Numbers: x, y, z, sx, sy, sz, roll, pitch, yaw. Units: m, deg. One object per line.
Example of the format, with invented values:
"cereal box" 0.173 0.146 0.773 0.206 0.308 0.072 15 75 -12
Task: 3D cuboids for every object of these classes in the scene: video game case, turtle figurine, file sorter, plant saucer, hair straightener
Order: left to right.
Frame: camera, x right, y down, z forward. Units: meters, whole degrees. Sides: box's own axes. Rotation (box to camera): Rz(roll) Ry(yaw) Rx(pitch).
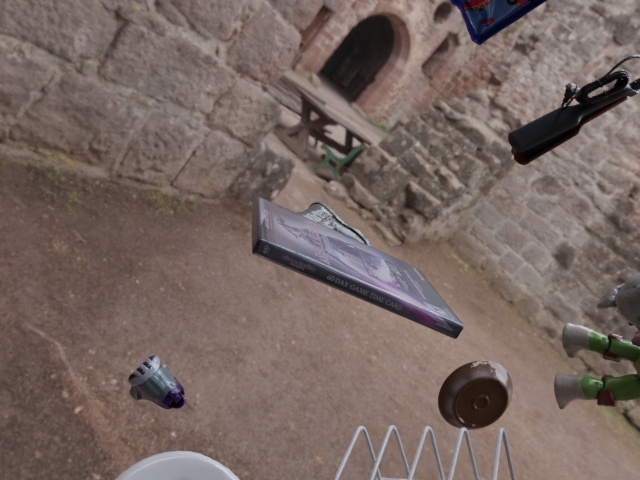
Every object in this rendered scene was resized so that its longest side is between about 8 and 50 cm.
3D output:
"video game case" 0.038 0.029 0.724 0.274 0.026 0.196 25 14 -14
"file sorter" 0.180 0.429 0.923 0.193 0.277 0.173 -46 123 -58
"plant saucer" 0.391 0.394 1.356 0.198 0.199 0.036 34 10 -18
"hair straightener" 0.377 -0.190 0.777 0.089 0.230 0.047 37 32 -55
"turtle figurine" 0.520 0.219 0.837 0.266 0.198 0.274 0 1 39

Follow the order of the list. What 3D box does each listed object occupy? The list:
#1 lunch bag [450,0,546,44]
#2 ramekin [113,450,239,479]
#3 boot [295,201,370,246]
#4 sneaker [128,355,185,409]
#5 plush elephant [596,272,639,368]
"lunch bag" 0.296 -0.426 0.682 0.138 0.293 0.221 37 50 -35
"ramekin" -0.226 0.459 0.826 0.277 0.135 0.277 11 54 -15
"boot" 0.000 0.002 1.097 0.189 0.076 0.208 39 21 8
"sneaker" -0.296 0.284 1.016 0.098 0.083 0.224 42 -21 6
"plush elephant" 0.697 0.154 1.055 0.272 0.255 0.330 56 33 -68
